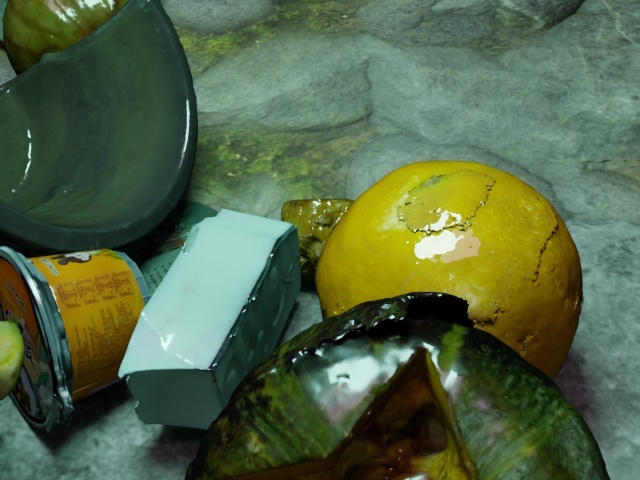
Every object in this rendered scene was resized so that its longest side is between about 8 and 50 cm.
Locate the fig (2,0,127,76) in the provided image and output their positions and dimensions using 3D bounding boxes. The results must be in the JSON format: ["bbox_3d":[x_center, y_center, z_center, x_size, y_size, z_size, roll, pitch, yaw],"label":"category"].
[{"bbox_3d":[-0.368,-0.315,1.373,0.321,0.217,0.217,40,56,22],"label":"fig"}]

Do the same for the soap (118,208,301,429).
[{"bbox_3d":[-0.095,0.081,0.974,0.091,0.145,0.230,10,48,15],"label":"soap"}]

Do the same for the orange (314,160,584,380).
[{"bbox_3d":[0.115,0.047,0.922,0.246,0.246,0.246,-2,41,2],"label":"orange"}]

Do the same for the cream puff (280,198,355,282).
[{"bbox_3d":[0.000,0.000,1.100,0.122,0.094,0.116,4,-1,-2],"label":"cream puff"}]

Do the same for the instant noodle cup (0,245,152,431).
[{"bbox_3d":[-0.238,0.080,0.987,0.125,0.177,0.208,-16,60,-33],"label":"instant noodle cup"}]

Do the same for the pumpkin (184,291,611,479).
[{"bbox_3d":[0.056,0.205,0.728,0.320,0.192,0.320,-1,82,5],"label":"pumpkin"}]

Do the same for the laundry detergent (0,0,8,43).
[{"bbox_3d":[-0.388,-0.461,1.647,0.264,0.124,0.398,-6,39,2],"label":"laundry detergent"}]

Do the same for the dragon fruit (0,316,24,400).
[{"bbox_3d":[-0.385,0.111,0.875,0.226,0.305,0.305,1,29,-45],"label":"dragon fruit"}]

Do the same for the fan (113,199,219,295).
[{"bbox_3d":[-0.220,0.022,1.156,0.294,0.012,0.223,-1,41,2],"label":"fan"}]

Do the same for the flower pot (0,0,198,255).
[{"bbox_3d":[-0.354,-0.138,1.131,0.251,0.379,0.379,-14,30,38],"label":"flower pot"}]
